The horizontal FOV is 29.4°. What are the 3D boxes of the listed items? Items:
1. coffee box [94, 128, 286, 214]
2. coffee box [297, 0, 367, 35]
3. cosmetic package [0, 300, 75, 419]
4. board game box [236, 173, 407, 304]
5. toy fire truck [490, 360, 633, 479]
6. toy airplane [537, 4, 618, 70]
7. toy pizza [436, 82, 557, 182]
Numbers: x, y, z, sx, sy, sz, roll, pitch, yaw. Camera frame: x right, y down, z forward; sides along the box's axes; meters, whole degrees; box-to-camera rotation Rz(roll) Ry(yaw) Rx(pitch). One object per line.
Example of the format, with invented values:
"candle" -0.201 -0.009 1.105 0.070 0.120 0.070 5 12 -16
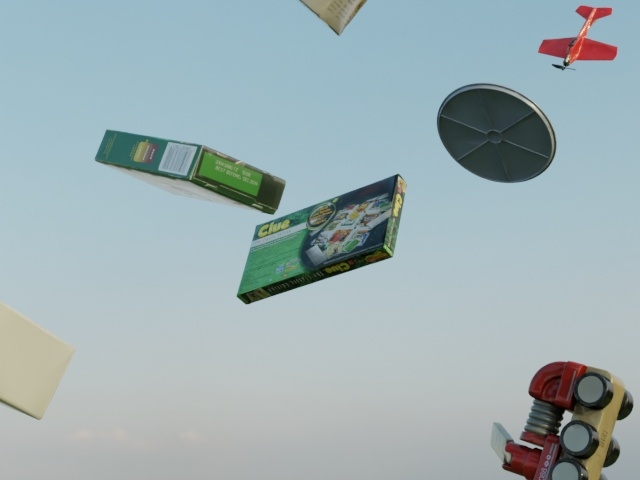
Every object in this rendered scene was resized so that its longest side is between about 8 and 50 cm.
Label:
"coffee box" -0.135 -0.071 1.230 0.113 0.040 0.184 22 -6 -39
"coffee box" 0.038 -0.323 1.068 0.246 0.141 0.098 -49 -11 8
"cosmetic package" -0.480 0.048 1.263 0.284 0.097 0.377 9 -22 35
"board game box" 0.000 0.000 1.698 0.260 0.136 0.030 -19 -46 35
"toy fire truck" 0.367 0.304 1.999 0.246 0.217 0.158 12 -10 38
"toy airplane" 0.435 -0.338 2.016 0.151 0.151 0.028 -8 -41 29
"toy pizza" 0.285 -0.176 1.964 0.201 0.032 0.201 18 -41 16
